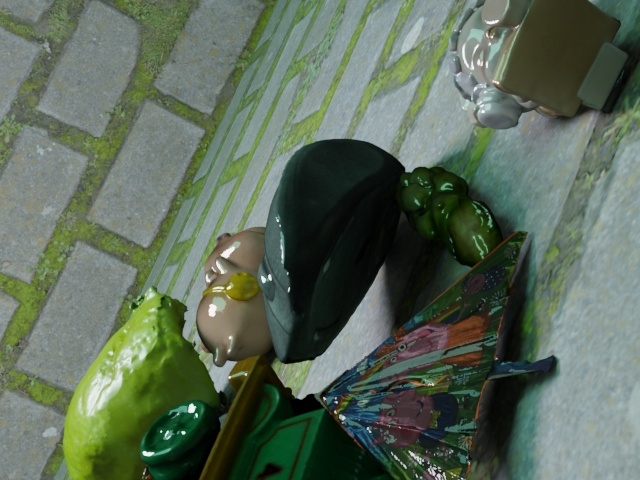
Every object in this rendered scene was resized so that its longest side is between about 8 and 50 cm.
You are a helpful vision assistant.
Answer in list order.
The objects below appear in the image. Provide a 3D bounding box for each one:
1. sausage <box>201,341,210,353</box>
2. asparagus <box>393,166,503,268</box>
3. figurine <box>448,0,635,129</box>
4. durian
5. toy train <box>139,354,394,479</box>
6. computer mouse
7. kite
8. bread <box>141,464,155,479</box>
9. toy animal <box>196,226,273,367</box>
[{"bbox_3d":[-0.199,0.154,1.964,0.043,0.043,0.186,-58,16,19],"label":"sausage"},{"bbox_3d":[0.126,-0.036,1.096,0.080,0.080,0.287,-62,14,5],"label":"asparagus"},{"bbox_3d":[0.185,-0.182,1.004,0.237,0.141,0.162,-122,55,-73],"label":"figurine"},{"bbox_3d":[-0.267,0.268,1.622,0.204,0.256,0.339,30,79,37],"label":"durian"},{"bbox_3d":[-0.043,0.254,0.920,0.249,0.178,0.429,-22,23,25],"label":"toy train"},{"bbox_3d":[-0.003,0.001,1.168,0.374,0.114,0.203,-46,-32,-63],"label":"computer mouse"},{"bbox_3d":[0.092,0.113,0.890,0.234,0.016,0.321,-17,34,35],"label":"kite"},{"bbox_3d":[-0.123,0.323,1.129,0.104,0.199,0.199,113,174,-53],"label":"bread"},{"bbox_3d":[-0.112,0.081,1.599,0.165,0.149,0.248,-27,29,41],"label":"toy animal"}]
